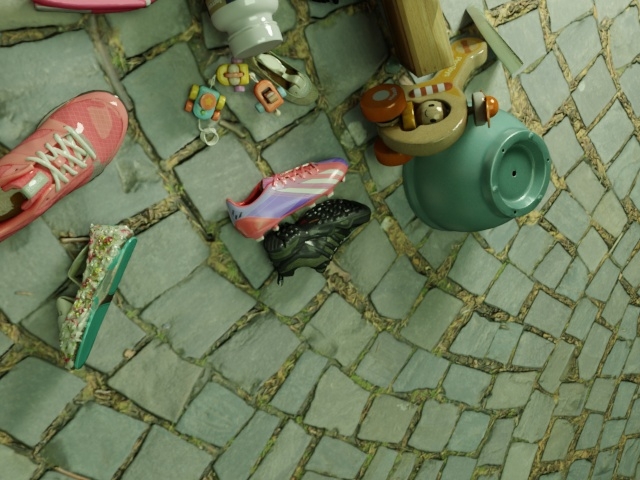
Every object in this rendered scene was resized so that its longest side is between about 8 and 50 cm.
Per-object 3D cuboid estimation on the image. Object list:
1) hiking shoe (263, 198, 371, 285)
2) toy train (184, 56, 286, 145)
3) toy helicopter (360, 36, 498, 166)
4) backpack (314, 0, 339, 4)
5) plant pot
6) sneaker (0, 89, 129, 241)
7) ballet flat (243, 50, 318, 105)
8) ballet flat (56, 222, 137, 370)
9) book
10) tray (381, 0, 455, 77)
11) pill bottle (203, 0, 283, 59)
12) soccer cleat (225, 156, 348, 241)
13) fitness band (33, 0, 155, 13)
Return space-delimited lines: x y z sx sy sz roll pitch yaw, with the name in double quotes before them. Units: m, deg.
"hiking shoe" 0.000 0.000 1.085 0.227 0.086 0.114 -24 126 -18
"toy train" -0.141 -0.234 0.939 0.166 0.046 0.125 -33 115 -7
"toy helicopter" 0.251 -0.288 1.083 0.355 0.235 0.140 -56 141 -30
"backpack" -0.018 -0.480 0.932 0.182 0.152 0.115 9 89 -20
"plant pot" 0.350 -0.148 1.179 0.293 0.196 0.292 -7 104 -30
"sneaker" -0.387 -0.091 0.792 0.314 0.136 0.116 -46 120 -14
"ballet flat" -0.064 -0.287 0.987 0.168 0.052 0.057 24 90 -32
"ballet flat" -0.368 0.082 0.888 0.077 0.091 0.240 22 85 -2
"book" 0.368 -0.431 1.192 0.035 0.096 0.144 -37 127 27
"tray" 0.124 -0.501 0.961 0.076 0.203 0.410 -19 113 8
"pill bottle" -0.129 -0.388 0.872 0.112 0.112 0.186 -24 99 -24
"soccer cleat" -0.056 -0.096 1.023 0.248 0.083 0.095 -36 112 -16
"fitness band" -0.339 -0.436 0.793 0.291 0.054 0.208 -13 107 -29
